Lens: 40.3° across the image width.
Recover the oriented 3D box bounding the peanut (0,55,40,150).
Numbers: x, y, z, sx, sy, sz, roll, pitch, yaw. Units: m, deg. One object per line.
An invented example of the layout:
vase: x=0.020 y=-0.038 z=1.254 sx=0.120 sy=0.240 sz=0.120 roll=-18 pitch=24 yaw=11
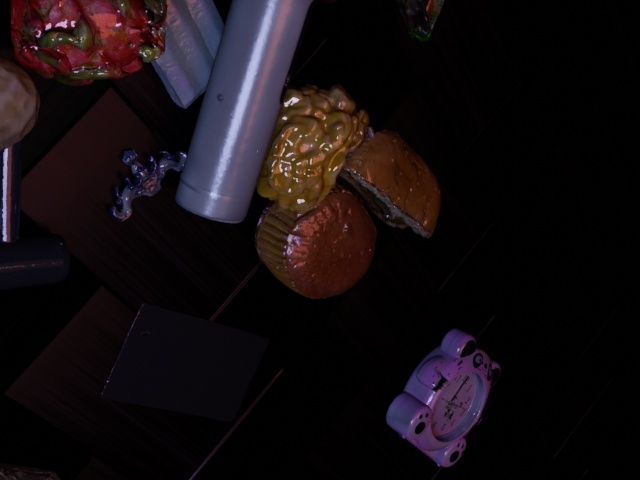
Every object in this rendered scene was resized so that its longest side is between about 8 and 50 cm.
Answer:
peanut: x=-0.452 y=-0.128 z=0.937 sx=0.298 sy=0.120 sz=0.136 roll=-27 pitch=112 yaw=-25

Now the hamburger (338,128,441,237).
hamburger: x=0.116 y=-0.103 z=1.439 sx=0.131 sy=0.124 sz=0.262 roll=-56 pitch=135 yaw=-6

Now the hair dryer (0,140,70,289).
hair dryer: x=-0.373 y=-0.061 z=1.084 sx=0.128 sy=0.070 sz=0.256 roll=-3 pitch=107 yaw=-41

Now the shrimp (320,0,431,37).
shrimp: x=0.039 y=-0.442 z=1.247 sx=0.272 sy=0.085 sz=0.445 roll=-46 pitch=130 yaw=-8

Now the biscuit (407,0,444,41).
biscuit: x=0.178 y=-0.373 z=1.440 sx=0.046 sy=0.016 sz=0.089 roll=18 pitch=98 yaw=-44

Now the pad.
pad: x=-0.207 y=0.198 z=1.384 sx=0.265 sy=0.009 sz=0.160 roll=23 pitch=95 yaw=-43

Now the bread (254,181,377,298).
bread: x=0.000 y=-0.001 z=1.401 sx=0.199 sy=0.104 sz=0.199 roll=-19 pitch=122 yaw=-32

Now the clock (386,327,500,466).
clock: x=0.259 y=0.319 z=1.788 sx=0.248 sy=0.090 sz=0.227 roll=-54 pitch=134 yaw=-9

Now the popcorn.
popcorn: x=-0.028 y=-0.145 z=1.267 sx=0.163 sy=0.140 sz=0.194 roll=40 pitch=105 yaw=-6

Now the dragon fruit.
dragon fruit: x=-0.267 y=-0.258 z=1.006 sx=0.171 sy=0.160 sz=0.167 roll=-1 pitch=138 yaw=-20

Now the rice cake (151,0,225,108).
rice cake: x=-0.194 y=-0.295 z=1.138 sx=0.127 sy=0.043 sz=0.237 roll=-43 pitch=131 yaw=-17

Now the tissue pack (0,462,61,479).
tissue pack: x=-0.455 y=0.430 z=1.194 sx=0.159 sy=0.125 sz=0.234 roll=28 pitch=89 yaw=-45

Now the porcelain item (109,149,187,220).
porcelain item: x=-0.247 y=-0.095 z=1.201 sx=0.136 sy=0.021 sz=0.075 roll=-44 pitch=128 yaw=-17

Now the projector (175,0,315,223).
projector: x=-0.103 y=-0.194 z=1.172 sx=0.108 sy=0.108 sz=0.338 roll=2 pitch=116 yaw=-41
